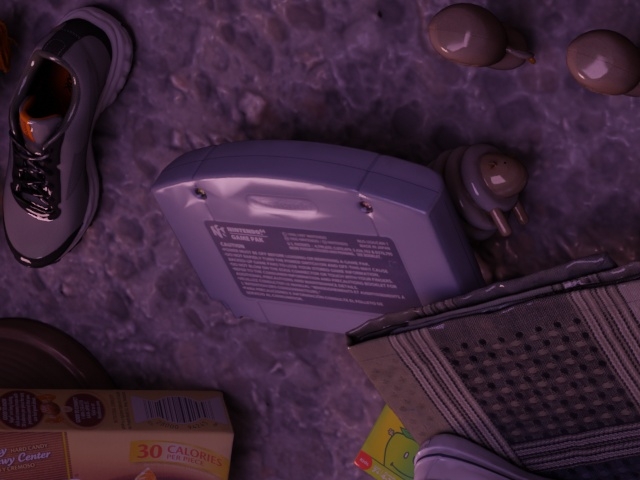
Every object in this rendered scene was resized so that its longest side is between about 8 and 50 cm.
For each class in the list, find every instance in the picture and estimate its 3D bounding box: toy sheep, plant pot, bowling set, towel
[{"bbox_3d":[0.123,-0.036,1.369,0.132,0.091,0.091,-27,96,38],"label":"toy sheep"},{"bbox_3d":[-0.324,0.208,1.670,0.237,0.110,0.237,10,114,24],"label":"plant pot"},{"bbox_3d":[0.244,-0.197,1.233,0.287,0.154,0.200,20,98,20],"label":"bowling set"},{"bbox_3d":[0.224,0.141,1.347,0.312,0.056,0.324,-15,128,32],"label":"towel"}]

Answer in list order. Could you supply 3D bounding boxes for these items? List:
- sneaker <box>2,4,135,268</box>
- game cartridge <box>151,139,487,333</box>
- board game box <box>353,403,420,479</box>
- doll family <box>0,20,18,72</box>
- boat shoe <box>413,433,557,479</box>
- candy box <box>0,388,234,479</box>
[{"bbox_3d":[-0.261,-0.090,1.525,0.100,0.108,0.271,26,120,14],"label":"sneaker"},{"bbox_3d":[0.000,0.000,1.397,0.294,0.060,0.196,6,141,34],"label":"game cartridge"},{"bbox_3d":[0.110,0.156,1.471,0.092,0.043,0.181,33,120,12],"label":"board game box"},{"bbox_3d":[-0.379,-0.211,1.543,0.263,0.118,0.163,52,140,5],"label":"doll family"},{"bbox_3d":[0.179,0.245,1.373,0.226,0.076,0.083,21,138,-2],"label":"boat shoe"},{"bbox_3d":[-0.252,0.241,1.563,0.316,0.087,0.183,2,114,-13],"label":"candy box"}]
